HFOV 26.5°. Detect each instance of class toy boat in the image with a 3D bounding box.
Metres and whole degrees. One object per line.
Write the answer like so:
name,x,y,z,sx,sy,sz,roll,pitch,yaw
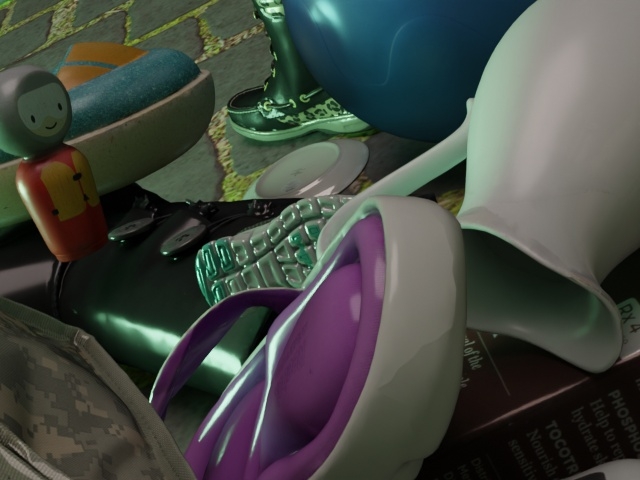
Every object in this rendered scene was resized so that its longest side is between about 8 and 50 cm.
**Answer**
toy boat,-0.218,-0.095,1.133,0.267,0.148,0.318,-21,18,-2

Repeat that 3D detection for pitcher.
pitcher,0.106,-0.043,0.694,0.177,0.125,0.207,9,51,34

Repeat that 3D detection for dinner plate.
dinner plate,-0.020,-0.062,1.313,0.141,0.017,0.141,-24,27,13

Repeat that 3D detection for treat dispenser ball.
treat dispenser ball,0.109,-0.227,1.164,0.288,0.288,0.288,-23,26,12

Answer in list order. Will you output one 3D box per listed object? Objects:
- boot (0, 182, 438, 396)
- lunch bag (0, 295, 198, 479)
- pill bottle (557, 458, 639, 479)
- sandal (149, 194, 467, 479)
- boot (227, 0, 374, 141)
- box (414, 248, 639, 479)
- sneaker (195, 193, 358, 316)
boot,-0.154,0.082,1.061,0.445,0.146,0.367,10,47,48
lunch bag,-0.165,0.162,0.562,0.235,0.169,0.287,-61,34,3
pill bottle,0.099,0.185,0.553,0.278,0.162,0.162,-24,25,11
sandal,-0.049,0.101,0.678,0.416,0.102,0.169,122,158,-48
boot,-0.035,-0.195,1.382,0.236,0.179,0.085,2,39,47
box,0.191,0.054,0.736,0.381,0.143,0.191,-26,25,3
sneaker,0.000,0.000,0.836,0.166,0.065,0.076,-11,11,40
